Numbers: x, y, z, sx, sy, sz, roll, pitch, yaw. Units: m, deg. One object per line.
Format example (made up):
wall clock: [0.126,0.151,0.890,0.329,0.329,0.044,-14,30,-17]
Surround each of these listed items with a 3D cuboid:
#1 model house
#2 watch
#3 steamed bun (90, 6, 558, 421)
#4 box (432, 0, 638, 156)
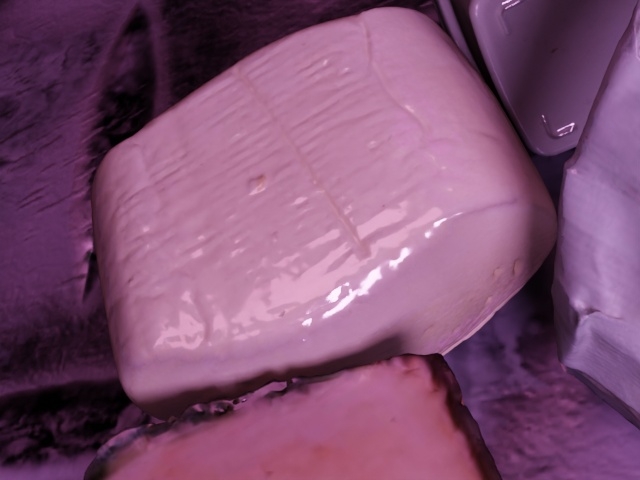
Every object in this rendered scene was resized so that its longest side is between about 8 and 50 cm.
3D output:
model house: [0.010,0.173,0.503,0.183,0.172,0.166,-22,38,1]
watch: [0.211,-0.036,0.480,0.253,0.241,0.162,-45,52,-6]
steamed bun: [0.000,0.000,0.619,0.250,0.154,0.200,-29,53,5]
box: [0.176,-0.154,0.631,0.210,0.148,0.129,-26,31,9]
